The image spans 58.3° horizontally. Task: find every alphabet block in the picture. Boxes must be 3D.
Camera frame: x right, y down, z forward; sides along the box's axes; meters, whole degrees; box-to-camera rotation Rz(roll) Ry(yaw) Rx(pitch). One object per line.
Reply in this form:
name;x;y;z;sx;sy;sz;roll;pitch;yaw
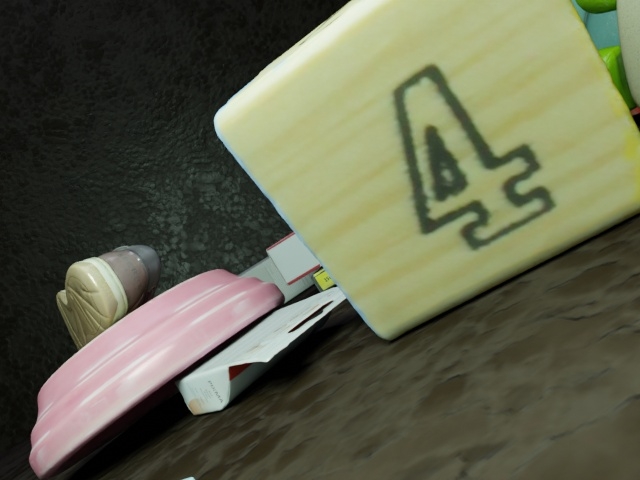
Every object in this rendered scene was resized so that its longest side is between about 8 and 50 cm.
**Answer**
alphabet block;0.076;-0.085;0.403;0.197;0.193;0.192;-32;20;20

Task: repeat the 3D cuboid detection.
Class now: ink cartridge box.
ink cartridge box;0.000;0.000;0.984;0.127;0.072;0.175;-32;1;17
ink cartridge box;-0.037;0.100;0.537;0.145;0.045;0.179;-33;6;-40

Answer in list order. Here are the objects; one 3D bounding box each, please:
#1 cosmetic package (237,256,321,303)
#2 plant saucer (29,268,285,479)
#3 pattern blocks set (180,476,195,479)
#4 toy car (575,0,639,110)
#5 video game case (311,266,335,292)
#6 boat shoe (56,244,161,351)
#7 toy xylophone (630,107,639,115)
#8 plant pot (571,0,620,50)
cosmetic package;-0.121;0.098;1.174;0.237;0.107;0.127;-29;3;-20
plant saucer;-0.195;0.140;0.681;0.332;0.084;0.332;-38;-6;-5
pattern blocks set;-0.201;0.216;0.222;0.285;0.026;0.325;-32;1;29
toy car;0.305;-0.167;0.398;0.188;0.149;0.155;-16;15;-17
video game case;0.123;-0.012;0.996;0.248;0.035;0.275;-32;0;16
boat shoe;-0.255;0.077;0.697;0.092;0.103;0.285;-27;-7;-33
toy xylophone;0.410;-0.215;0.627;0.322;0.081;0.236;-32;1;8
plant pot;0.358;-0.295;0.847;0.293;0.293;0.235;-32;16;-6
